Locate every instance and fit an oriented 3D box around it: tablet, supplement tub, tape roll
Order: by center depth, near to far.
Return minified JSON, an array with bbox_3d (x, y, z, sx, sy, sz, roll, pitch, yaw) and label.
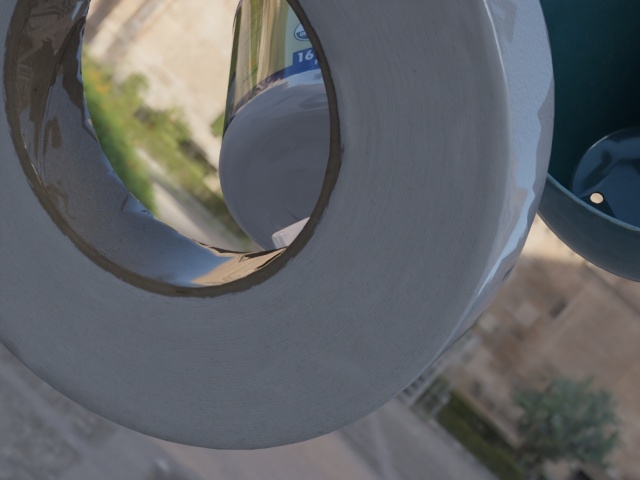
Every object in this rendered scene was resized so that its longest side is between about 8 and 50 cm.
[{"bbox_3d":[-0.067,-0.078,0.846,0.392,0.392,0.072,42,30,10],"label":"tape roll"},{"bbox_3d":[0.000,0.000,0.936,0.083,0.054,0.006,-114,-179,-68],"label":"tablet"},{"bbox_3d":[0.025,-0.148,1.481,0.228,0.228,0.316,44,30,-32],"label":"supplement tub"}]

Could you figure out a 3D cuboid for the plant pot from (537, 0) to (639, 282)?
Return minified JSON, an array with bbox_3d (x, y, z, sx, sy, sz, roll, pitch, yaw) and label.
[{"bbox_3d":[0.270,-0.078,1.204,0.290,0.290,0.195,42,-20,21],"label":"plant pot"}]
